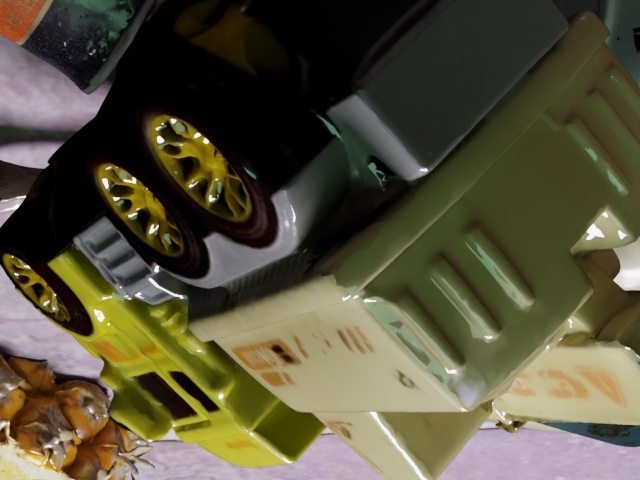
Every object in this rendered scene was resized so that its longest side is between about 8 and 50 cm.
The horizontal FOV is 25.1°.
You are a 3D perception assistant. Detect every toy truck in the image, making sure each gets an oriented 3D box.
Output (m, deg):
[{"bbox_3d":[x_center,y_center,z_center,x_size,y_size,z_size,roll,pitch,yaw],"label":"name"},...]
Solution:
[{"bbox_3d":[0.000,0.000,0.689,0.254,0.180,0.405,51,155,-8],"label":"toy truck"}]

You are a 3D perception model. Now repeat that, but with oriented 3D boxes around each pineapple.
[{"bbox_3d":[-0.248,0.175,1.200,0.186,0.114,0.236,-18,134,25],"label":"pineapple"}]

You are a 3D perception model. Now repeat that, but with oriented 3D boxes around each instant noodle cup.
[{"bbox_3d":[-0.144,-0.151,0.673,0.136,0.127,0.127,24,140,-21],"label":"instant noodle cup"}]

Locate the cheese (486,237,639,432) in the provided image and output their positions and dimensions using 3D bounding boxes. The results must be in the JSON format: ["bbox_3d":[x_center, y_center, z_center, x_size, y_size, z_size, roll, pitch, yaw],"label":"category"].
[{"bbox_3d":[0.152,0.009,0.905,0.328,0.129,0.351,3,148,-7],"label":"cheese"}]

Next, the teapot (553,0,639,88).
[{"bbox_3d":[0.141,-0.092,0.745,0.159,0.159,0.232,28,157,-37],"label":"teapot"}]

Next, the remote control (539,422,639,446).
[{"bbox_3d":[0.205,0.104,0.901,0.222,0.042,0.072,17,147,-30],"label":"remote control"}]

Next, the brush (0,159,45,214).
[{"bbox_3d":[-0.195,-0.045,0.881,0.313,0.072,0.067,1,134,-5],"label":"brush"}]
